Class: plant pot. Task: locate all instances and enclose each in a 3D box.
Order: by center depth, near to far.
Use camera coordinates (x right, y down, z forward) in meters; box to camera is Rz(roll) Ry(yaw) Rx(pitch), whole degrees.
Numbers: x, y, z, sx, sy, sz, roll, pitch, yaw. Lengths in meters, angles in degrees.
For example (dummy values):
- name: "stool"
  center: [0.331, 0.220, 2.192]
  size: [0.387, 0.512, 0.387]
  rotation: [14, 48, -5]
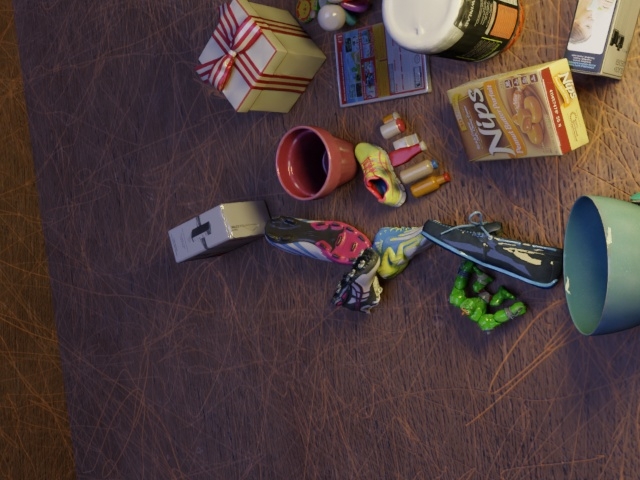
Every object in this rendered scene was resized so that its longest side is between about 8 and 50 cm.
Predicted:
- name: "plant pot"
  center: [0.638, 0.051, 1.464]
  size: [0.195, 0.290, 0.290]
  rotation: [0, 98, 3]
- name: "plant pot"
  center: [0.005, -0.216, 1.970]
  size: [0.201, 0.180, 0.201]
  rotation: [7, 101, 38]

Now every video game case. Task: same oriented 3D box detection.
- name: "video game case"
  center: [0.162, -0.477, 1.906]
  size: [0.285, 0.025, 0.204]
  rotation: [-2, 96, 39]

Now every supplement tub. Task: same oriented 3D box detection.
- name: "supplement tub"
  center: [0.307, -0.507, 1.581]
  size: [0.207, 0.338, 0.207]
  rotation: [6, 100, 39]

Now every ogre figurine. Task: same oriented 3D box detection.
- name: "ogre figurine"
  center: [0.400, 0.148, 1.762]
  size: [0.197, 0.097, 0.118]
  rotation: [38, 101, 12]

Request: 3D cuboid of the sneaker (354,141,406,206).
- name: "sneaker"
  center: [0.148, -0.182, 1.915]
  size: [0.081, 0.094, 0.208]
  rotation: [-47, 66, 35]

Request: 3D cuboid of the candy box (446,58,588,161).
- name: "candy box"
  center: [0.425, -0.277, 1.573]
  size: [0.316, 0.087, 0.183]
  rotation: [7, 119, 64]

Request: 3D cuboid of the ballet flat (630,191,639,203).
- name: "ballet flat"
  center: [0.716, -0.093, 1.504]
  size: [0.114, 0.041, 0.041]
  rotation: [-23, 82, 40]

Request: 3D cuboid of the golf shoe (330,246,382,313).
- name: "golf shoe"
  center: [0.124, 0.111, 1.933]
  size: [0.120, 0.105, 0.273]
  rotation: [27, 149, -1]

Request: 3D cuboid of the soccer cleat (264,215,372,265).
- name: "soccer cleat"
  center: [0.000, 0.000, 2.065]
  size: [0.331, 0.143, 0.116]
  rotation: [15, 78, 16]

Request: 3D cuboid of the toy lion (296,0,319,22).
- name: "toy lion"
  center: [-0.032, -0.674, 2.036]
  size: [0.096, 0.034, 0.100]
  rotation: [25, 111, 42]

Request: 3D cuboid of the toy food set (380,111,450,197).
- name: "toy food set"
  center: [0.239, -0.235, 1.828]
  size: [0.104, 0.111, 0.232]
  rotation: [-23, 80, 27]

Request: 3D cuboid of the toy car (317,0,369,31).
- name: "toy car"
  center: [0.065, -0.649, 1.896]
  size: [0.136, 0.159, 0.182]
  rotation: [6, 132, -3]

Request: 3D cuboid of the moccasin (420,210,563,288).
- name: "moccasin"
  center: [0.415, 0.009, 1.718]
  size: [0.342, 0.137, 0.117]
  rotation: [22, 93, 17]

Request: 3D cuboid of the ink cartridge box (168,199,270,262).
- name: "ink cartridge box"
  center: [-0.313, -0.028, 2.244]
  size: [0.272, 0.197, 0.114]
  rotation: [-21, 83, 39]

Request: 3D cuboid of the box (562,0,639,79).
- name: "box"
  center: [0.594, -0.484, 1.464]
  size: [0.087, 0.169, 0.290]
  rotation: [20, 107, 33]

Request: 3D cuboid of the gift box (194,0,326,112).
- name: "gift box"
  center: [-0.192, -0.527, 2.038]
  size: [0.276, 0.258, 0.255]
  rotation: [49, 122, 22]

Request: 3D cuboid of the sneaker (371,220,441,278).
- name: "sneaker"
  center: [0.213, -0.004, 1.889]
  size: [0.240, 0.091, 0.126]
  rotation: [-45, 68, 35]
